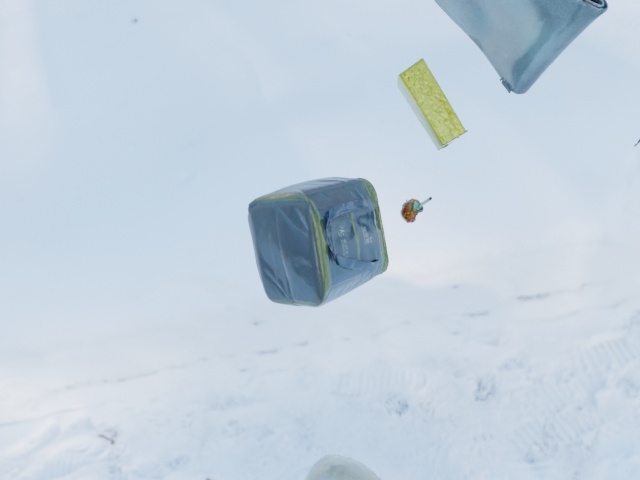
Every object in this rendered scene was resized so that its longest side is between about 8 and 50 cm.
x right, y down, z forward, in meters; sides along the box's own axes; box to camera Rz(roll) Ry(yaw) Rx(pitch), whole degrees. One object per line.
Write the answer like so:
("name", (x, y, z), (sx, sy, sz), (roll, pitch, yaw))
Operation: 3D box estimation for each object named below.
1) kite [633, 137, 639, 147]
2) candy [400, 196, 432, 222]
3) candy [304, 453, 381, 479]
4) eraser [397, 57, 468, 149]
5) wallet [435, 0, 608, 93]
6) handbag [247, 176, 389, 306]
("kite", (0.416, -0.170, 0.701), (0.011, 0.156, 0.139), (37, 41, 12))
("candy", (0.205, -0.072, 1.261), (0.049, 0.184, 0.055), (9, 83, -4))
("candy", (0.071, 0.553, 1.171), (0.185, 0.295, 0.295), (-22, 43, 5))
("eraser", (0.164, -0.197, 0.892), (0.045, 0.122, 0.097), (-32, -1, 7))
("wallet", (0.317, -0.419, 1.050), (0.054, 0.251, 0.290), (-41, 83, -20))
("handbag", (0.000, 0.000, 1.297), (0.223, 0.262, 0.241), (-7, 10, 42))
